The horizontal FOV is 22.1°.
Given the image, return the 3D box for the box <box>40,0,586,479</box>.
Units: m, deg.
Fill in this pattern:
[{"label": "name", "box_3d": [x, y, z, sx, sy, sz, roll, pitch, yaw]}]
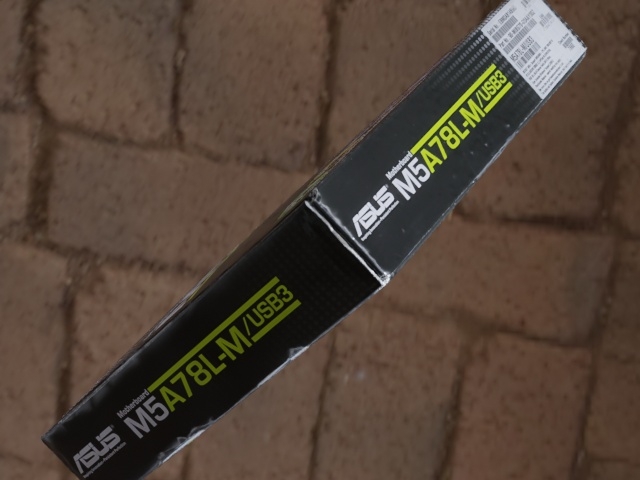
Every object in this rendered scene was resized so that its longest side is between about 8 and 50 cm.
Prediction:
[{"label": "box", "box_3d": [0.000, 0.000, 0.633, 0.045, 0.190, 0.184, 48, 132, -4]}]
